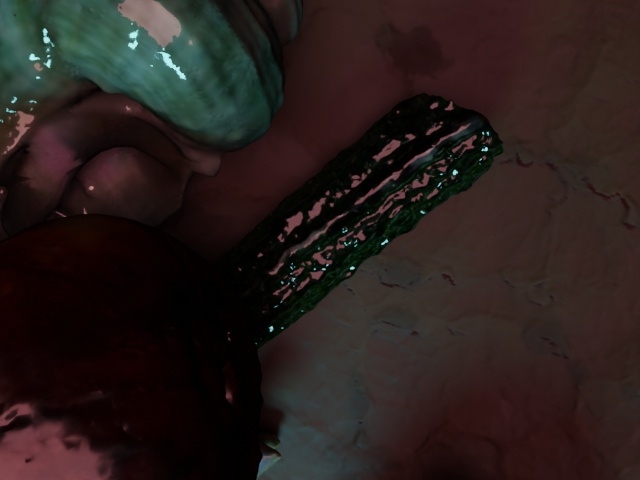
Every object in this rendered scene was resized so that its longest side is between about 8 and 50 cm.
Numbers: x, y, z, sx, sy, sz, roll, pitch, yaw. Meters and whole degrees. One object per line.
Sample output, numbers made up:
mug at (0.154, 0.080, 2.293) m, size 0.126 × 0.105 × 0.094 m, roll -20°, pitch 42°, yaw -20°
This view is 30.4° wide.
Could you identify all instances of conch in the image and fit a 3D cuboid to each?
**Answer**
conch at (-0.118, -0.106, 0.731) m, size 0.277 × 0.195 × 0.220 m, roll -41°, pitch 131°, yaw -16°

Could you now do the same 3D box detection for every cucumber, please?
cucumber at (-0.001, -0.001, 0.782) m, size 0.265 × 0.077 × 0.077 m, roll -39°, pitch 95°, yaw 5°

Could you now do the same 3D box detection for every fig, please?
fig at (-0.152, 0.108, 0.677) m, size 0.263 × 0.224 × 0.224 m, roll -22°, pitch 97°, yaw -23°

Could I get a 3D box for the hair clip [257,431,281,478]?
hair clip at (-0.140, 0.224, 0.823) m, size 0.292 × 0.084 × 0.106 m, roll -45°, pitch 76°, yaw 11°
